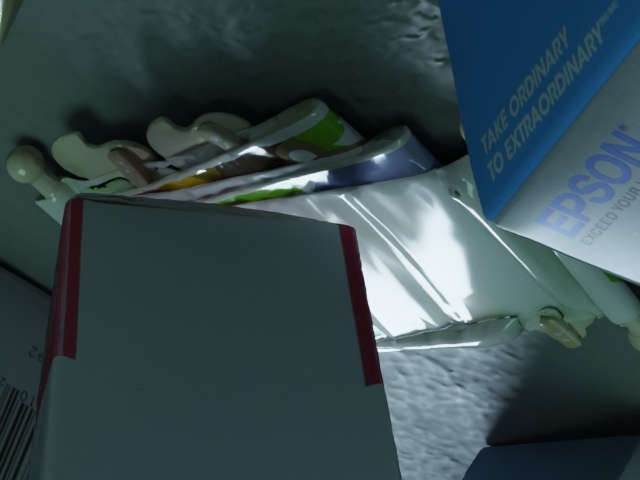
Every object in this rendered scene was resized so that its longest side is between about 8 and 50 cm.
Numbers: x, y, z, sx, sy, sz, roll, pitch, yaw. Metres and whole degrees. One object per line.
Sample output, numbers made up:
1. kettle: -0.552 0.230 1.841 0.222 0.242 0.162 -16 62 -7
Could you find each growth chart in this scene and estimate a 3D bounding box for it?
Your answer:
1. growth chart: 0.000 0.000 0.742 0.237 0.021 0.172 -4 141 33

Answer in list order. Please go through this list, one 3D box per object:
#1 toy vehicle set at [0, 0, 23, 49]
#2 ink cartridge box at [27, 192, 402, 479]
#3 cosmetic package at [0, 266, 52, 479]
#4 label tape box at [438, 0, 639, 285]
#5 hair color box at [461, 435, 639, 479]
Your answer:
1. toy vehicle set: -0.216 -0.163 0.591 0.267 0.035 0.166 20 148 -2
2. ink cartridge box: -0.057 0.156 0.689 0.117 0.207 0.283 5 122 -10
3. cosmetic package: -0.235 0.150 0.970 0.197 0.155 0.365 36 145 -26
4. label tape box: 0.146 -0.075 0.471 0.334 0.106 0.240 23 147 -7
5. hair color box: 0.173 0.284 0.842 0.374 0.185 0.113 50 147 -19
